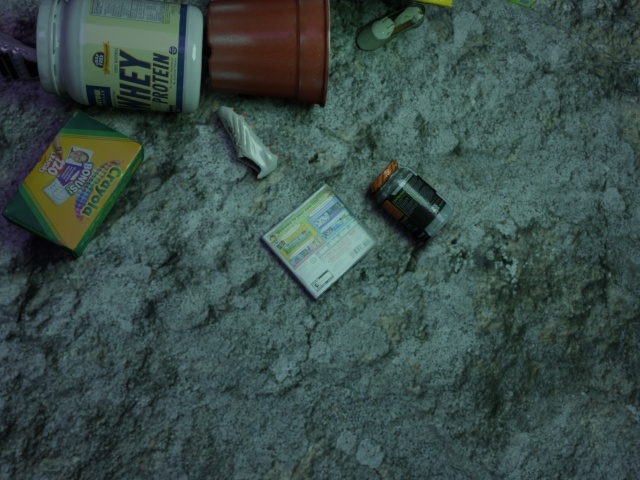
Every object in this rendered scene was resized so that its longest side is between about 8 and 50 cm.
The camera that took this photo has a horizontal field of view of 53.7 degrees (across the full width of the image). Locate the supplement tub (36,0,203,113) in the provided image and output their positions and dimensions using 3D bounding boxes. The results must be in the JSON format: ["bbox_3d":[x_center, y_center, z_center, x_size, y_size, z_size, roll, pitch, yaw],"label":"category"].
[{"bbox_3d":[-0.426,-0.407,1.380,0.325,0.235,0.235,2,76,-12],"label":"supplement tub"}]

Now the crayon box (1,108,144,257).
[{"bbox_3d":[-0.526,-0.123,1.367,0.165,0.081,0.278,29,72,-5],"label":"crayon box"}]

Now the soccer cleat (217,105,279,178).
[{"bbox_3d":[-0.181,-0.232,1.485,0.076,0.068,0.196,-43,92,-16],"label":"soccer cleat"}]

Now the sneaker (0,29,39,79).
[{"bbox_3d":[-0.736,-0.443,1.390,0.292,0.110,0.118,16,65,-10],"label":"sneaker"}]

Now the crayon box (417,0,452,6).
[{"bbox_3d":[0.131,-0.643,1.505,0.313,0.363,0.106,7,112,-9],"label":"crayon box"}]

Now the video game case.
[{"bbox_3d":[0.000,0.000,1.492,0.212,0.023,0.193,-41,89,-18],"label":"video game case"}]

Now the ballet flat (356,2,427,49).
[{"bbox_3d":[0.188,-0.566,1.651,0.213,0.068,0.072,-30,85,-18],"label":"ballet flat"}]

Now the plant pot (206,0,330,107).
[{"bbox_3d":[-0.121,-0.447,1.461,0.265,0.272,0.272,0,77,-5],"label":"plant pot"}]

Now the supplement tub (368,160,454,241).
[{"bbox_3d":[0.215,-0.097,1.517,0.190,0.117,0.117,42,71,-1],"label":"supplement tub"}]

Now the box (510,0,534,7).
[{"bbox_3d":[0.566,-0.763,1.802,0.109,0.042,0.178,15,74,-10],"label":"box"}]
